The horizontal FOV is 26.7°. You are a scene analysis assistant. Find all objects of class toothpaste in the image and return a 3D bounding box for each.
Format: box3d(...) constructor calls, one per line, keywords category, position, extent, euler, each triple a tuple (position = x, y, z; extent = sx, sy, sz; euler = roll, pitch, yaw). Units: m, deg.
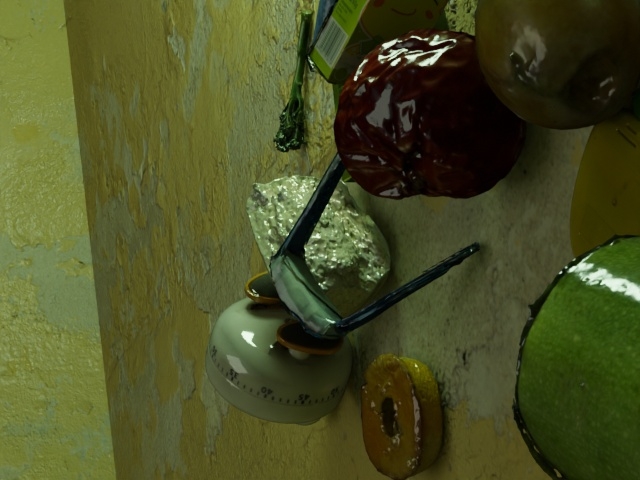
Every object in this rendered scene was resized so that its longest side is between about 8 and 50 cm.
box3d(category="toothpaste", position=(0.107, -0.335, 1.698), extent=(0.327, 0.110, 0.077), euler=(-61, 33, 21))

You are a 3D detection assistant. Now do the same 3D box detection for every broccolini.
box3d(category="broccolini", position=(-0.036, -0.264, 2.250), extent=(0.054, 0.051, 0.239), euler=(-141, 59, -68))

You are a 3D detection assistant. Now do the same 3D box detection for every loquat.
box3d(category="loquat", position=(0.247, -0.217, 1.415), extent=(0.227, 0.179, 0.179), euler=(-108, 27, -49))

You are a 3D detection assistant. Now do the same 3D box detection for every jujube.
box3d(category="jujube", position=(0.138, -0.148, 1.637), extent=(0.232, 0.213, 0.213), euler=(2, 94, 49))

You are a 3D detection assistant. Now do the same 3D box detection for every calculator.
box3d(category="calculator", position=(0.321, -0.055, 1.433), extent=(0.146, 0.032, 0.235), euler=(-124, 37, -51))

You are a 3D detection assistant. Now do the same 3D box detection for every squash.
box3d(category="squash", position=(0.357, 0.148, 1.087), extent=(0.384, 0.263, 0.263), euler=(-157, 67, -66))

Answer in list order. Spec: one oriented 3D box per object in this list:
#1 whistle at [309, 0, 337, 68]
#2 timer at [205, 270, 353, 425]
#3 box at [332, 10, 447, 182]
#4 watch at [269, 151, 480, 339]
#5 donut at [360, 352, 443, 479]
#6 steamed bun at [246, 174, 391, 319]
box3d(category="whistle", position=(0.032, -0.395, 2.044), extent=(0.062, 0.062, 0.304), euler=(-127, 41, -53))
box3d(category="timer", position=(-0.066, 0.201, 2.119), extent=(0.233, 0.233, 0.240), euler=(-120, 39, -48))
box3d(category="box", position=(0.100, -0.200, 1.923), extent=(0.311, 0.043, 0.173), euler=(156, 110, -65))
box3d(category="watch", position=(0.041, -0.027, 1.812), extent=(0.274, 0.068, 0.276), euler=(-36, 68, 23))
box3d(category="donut", position=(0.119, 0.246, 1.899), extent=(0.162, 0.065, 0.178), euler=(28, 116, 58))
box3d(category="steamed bun", position=(0.000, 0.000, 1.993), extent=(0.170, 0.200, 0.226), euler=(-33, 65, 12))
